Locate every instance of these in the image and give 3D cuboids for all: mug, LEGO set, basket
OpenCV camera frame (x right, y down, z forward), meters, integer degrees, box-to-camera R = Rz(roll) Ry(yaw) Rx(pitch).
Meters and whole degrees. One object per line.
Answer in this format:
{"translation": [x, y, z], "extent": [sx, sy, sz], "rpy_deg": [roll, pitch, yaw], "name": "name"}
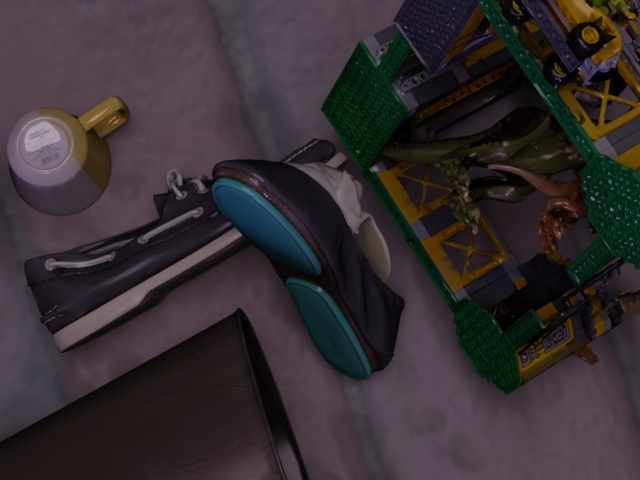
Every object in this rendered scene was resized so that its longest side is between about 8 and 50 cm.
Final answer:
{"translation": [-0.157, -0.058, 1.144], "extent": [0.062, 0.064, 0.078], "rpy_deg": [21, 82, 5], "name": "mug"}
{"translation": [0.156, -0.078, 1.034], "extent": [0.192, 0.331, 0.255], "rpy_deg": [-29, 72, -21], "name": "LEGO set"}
{"translation": [-0.118, 0.169, 1.070], "extent": [0.227, 0.154, 0.204], "rpy_deg": [-18, 81, 2], "name": "basket"}

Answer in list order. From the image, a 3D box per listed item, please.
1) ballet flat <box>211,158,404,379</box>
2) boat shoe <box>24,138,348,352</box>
{"translation": [0.000, 0.000, 1.080], "extent": [0.074, 0.203, 0.074], "rpy_deg": [-13, 50, 16], "name": "ballet flat"}
{"translation": [-0.081, -0.012, 1.131], "extent": [0.206, 0.075, 0.065], "rpy_deg": [-32, 85, 1], "name": "boat shoe"}
